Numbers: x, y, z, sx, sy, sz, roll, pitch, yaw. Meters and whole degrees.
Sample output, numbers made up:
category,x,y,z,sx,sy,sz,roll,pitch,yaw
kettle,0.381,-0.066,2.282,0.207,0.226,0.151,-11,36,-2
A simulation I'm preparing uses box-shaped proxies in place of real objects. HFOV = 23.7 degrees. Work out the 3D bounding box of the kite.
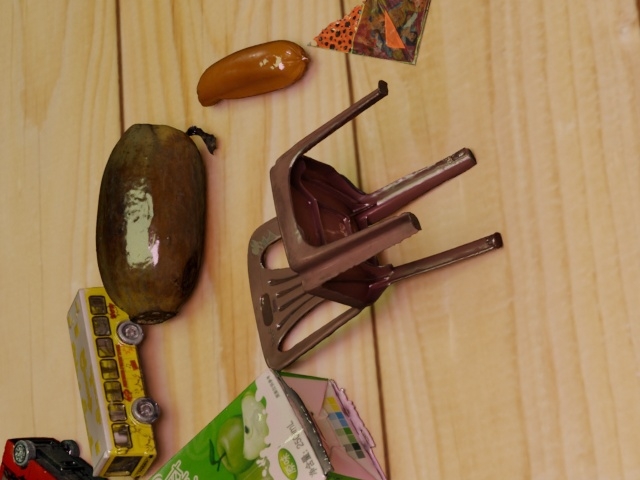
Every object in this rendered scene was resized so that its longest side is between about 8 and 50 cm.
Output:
category,x,y,z,sx,sy,sz,roll,pitch,yaw
kite,0.083,-0.243,1.711,0.222,0.008,0.125,-39,58,25

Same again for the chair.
category,x,y,z,sx,sy,sz,roll,pitch,yaw
chair,0.000,0.000,1.591,0.326,0.183,0.176,-29,59,29

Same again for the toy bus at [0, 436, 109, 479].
category,x,y,z,sx,sy,sz,roll,pitch,yaw
toy bus,-0.303,0.304,1.817,0.195,0.081,0.089,28,105,41

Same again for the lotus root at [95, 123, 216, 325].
category,x,y,z,sx,sy,sz,roll,pitch,yaw
lotus root,-0.199,-0.024,1.801,0.124,0.123,0.241,-15,65,45

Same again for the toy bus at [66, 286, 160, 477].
category,x,y,z,sx,sy,sz,roll,pitch,yaw
toy bus,-0.242,0.163,1.794,0.081,0.074,0.226,-52,45,51

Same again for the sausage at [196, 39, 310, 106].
category,x,y,z,sx,sy,sz,roll,pitch,yaw
sausage,-0.085,-0.199,1.804,0.183,0.054,0.062,-8,44,40

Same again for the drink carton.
category,x,y,z,sx,sy,sz,roll,pitch,yaw
drink carton,-0.076,0.267,1.620,0.271,0.108,0.161,-44,54,21
